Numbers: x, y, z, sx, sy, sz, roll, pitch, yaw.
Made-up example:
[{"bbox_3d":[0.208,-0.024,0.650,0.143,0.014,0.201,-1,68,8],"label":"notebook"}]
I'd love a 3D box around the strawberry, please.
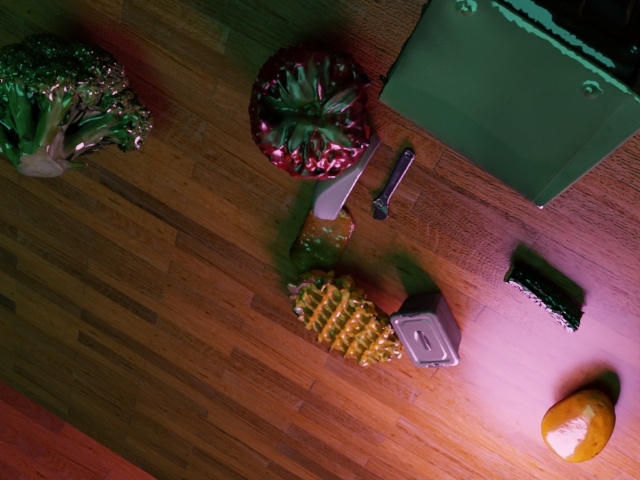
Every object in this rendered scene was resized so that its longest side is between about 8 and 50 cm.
[{"bbox_3d":[-0.026,-0.254,1.492,0.261,0.258,0.261,0,107,0],"label":"strawberry"}]

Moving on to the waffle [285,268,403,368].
[{"bbox_3d":[0.057,0.183,1.862,0.329,0.062,0.329,26,144,20],"label":"waffle"}]

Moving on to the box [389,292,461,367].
[{"bbox_3d":[0.250,0.201,1.770,0.124,0.093,0.172,-10,120,35],"label":"box"}]

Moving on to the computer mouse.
[{"bbox_3d":[0.044,-0.132,1.594,0.079,0.128,0.231,31,134,-4],"label":"computer mouse"}]

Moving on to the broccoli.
[{"bbox_3d":[-0.574,-0.297,1.697,0.413,0.310,0.321,5,119,1],"label":"broccoli"}]

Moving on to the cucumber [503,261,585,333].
[{"bbox_3d":[0.465,0.115,1.603,0.187,0.058,0.058,39,135,-1],"label":"cucumber"}]

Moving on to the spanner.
[{"bbox_3d":[0.152,-0.115,1.625,0.046,0.012,0.208,30,134,5],"label":"spanner"}]

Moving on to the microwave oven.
[{"bbox_3d":[0.321,-0.294,1.107,0.333,0.394,0.247,35,136,0],"label":"microwave oven"}]

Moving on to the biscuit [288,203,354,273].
[{"bbox_3d":[0.000,0.000,1.797,0.118,0.029,0.247,26,135,0],"label":"biscuit"}]

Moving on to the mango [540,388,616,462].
[{"bbox_3d":[0.581,0.414,1.739,0.147,0.109,0.227,22,133,16],"label":"mango"}]
